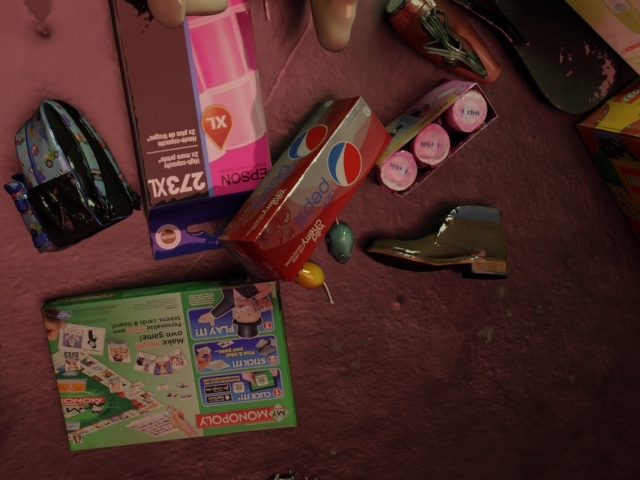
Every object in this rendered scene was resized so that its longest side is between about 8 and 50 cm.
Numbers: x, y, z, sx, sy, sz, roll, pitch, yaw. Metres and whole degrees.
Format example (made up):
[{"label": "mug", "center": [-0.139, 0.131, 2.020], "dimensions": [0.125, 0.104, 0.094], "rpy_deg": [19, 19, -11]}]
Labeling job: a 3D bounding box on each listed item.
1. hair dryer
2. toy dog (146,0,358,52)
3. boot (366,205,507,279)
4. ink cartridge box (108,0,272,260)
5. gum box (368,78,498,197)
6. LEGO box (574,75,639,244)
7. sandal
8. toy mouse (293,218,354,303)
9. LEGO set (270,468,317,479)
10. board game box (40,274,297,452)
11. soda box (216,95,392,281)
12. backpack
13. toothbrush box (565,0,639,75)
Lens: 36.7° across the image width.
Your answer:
[{"label": "hair dryer", "center": [0.161, -0.260, 1.291], "dimensions": [0.080, 0.223, 0.293], "rpy_deg": [-44, 157, 23]}, {"label": "toy dog", "center": [-0.126, -0.438, 1.097], "dimensions": [0.408, 0.284, 0.395], "rpy_deg": [3, 74, -23]}, {"label": "boot", "center": [0.176, -0.006, 1.435], "dimensions": [0.219, 0.082, 0.106], "rpy_deg": [9, 78, -14]}, {"label": "ink cartridge box", "center": [-0.165, -0.159, 1.292], "dimensions": [0.176, 0.069, 0.371], "rpy_deg": [-11, 108, -15]}, {"label": "gum box", "center": [0.143, -0.144, 1.361], "dimensions": [0.188, 0.107, 0.062], "rpy_deg": [-40, 110, -5]}, {"label": "LEGO box", "center": [0.708, -0.165, 1.481], "dimensions": [0.500, 0.193, 0.372], "rpy_deg": [-36, 110, -6]}, {"label": "sandal", "center": [0.281, -0.358, 1.354], "dimensions": [0.446, 0.107, 0.167], "rpy_deg": [40, 90, -21]}, {"label": "toy mouse", "center": [0.000, 0.000, 1.386], "dimensions": [0.161, 0.031, 0.143], "rpy_deg": [32, 90, -26]}, {"label": "LEGO set", "center": [-0.042, 0.375, 1.467], "dimensions": [0.083, 0.023, 0.054], "rpy_deg": [-9, 105, -15]}, {"label": "board game box", "center": [-0.202, 0.167, 1.316], "dimensions": [0.317, 0.046, 0.213], "rpy_deg": [-6, 105, 1]}, {"label": "soda box", "center": [-0.017, -0.071, 1.286], "dimensions": [0.083, 0.092, 0.263], "rpy_deg": [48, 64, -29]}, {"label": "backpack", "center": [-0.325, -0.085, 1.213], "dimensions": [0.117, 0.158, 0.173], "rpy_deg": [-26, 95, 9]}, {"label": "toothbrush box", "center": [0.457, -0.371, 1.304], "dimensions": [0.283, 0.206, 0.122], "rpy_deg": [29, 51, -39]}]
